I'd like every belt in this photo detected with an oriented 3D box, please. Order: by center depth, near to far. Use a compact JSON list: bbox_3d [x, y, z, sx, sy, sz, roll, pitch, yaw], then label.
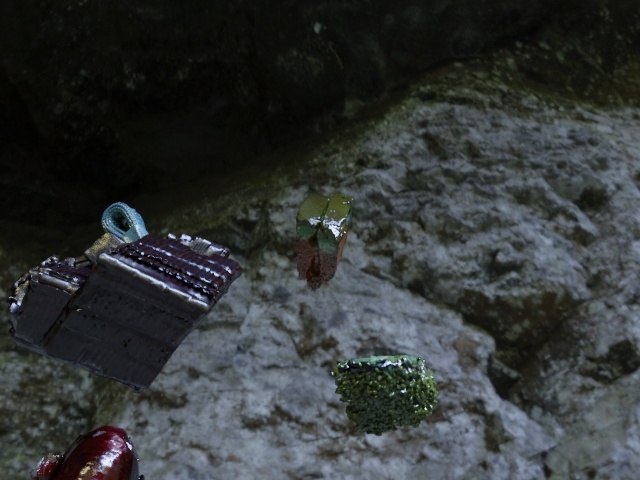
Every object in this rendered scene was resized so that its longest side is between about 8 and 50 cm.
[{"bbox_3d":[-0.421,0.026,1.541,0.087,0.302,0.072,-40,-32,-2],"label":"belt"}]

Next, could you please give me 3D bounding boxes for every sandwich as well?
[{"bbox_3d":[0.004,-0.013,1.473,0.109,0.292,0.212,15,-55,4],"label":"sandwich"}]

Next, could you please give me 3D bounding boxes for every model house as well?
[{"bbox_3d":[-0.307,0.067,1.031,0.317,0.297,0.282,26,-24,-5],"label":"model house"}]

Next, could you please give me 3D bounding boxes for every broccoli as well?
[{"bbox_3d":[0.155,0.358,1.531,0.242,0.180,0.273,-5,-11,20],"label":"broccoli"}]

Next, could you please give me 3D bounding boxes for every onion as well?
[{"bbox_3d":[-0.528,0.554,1.460,0.232,0.314,0.314,33,-66,-15],"label":"onion"}]
